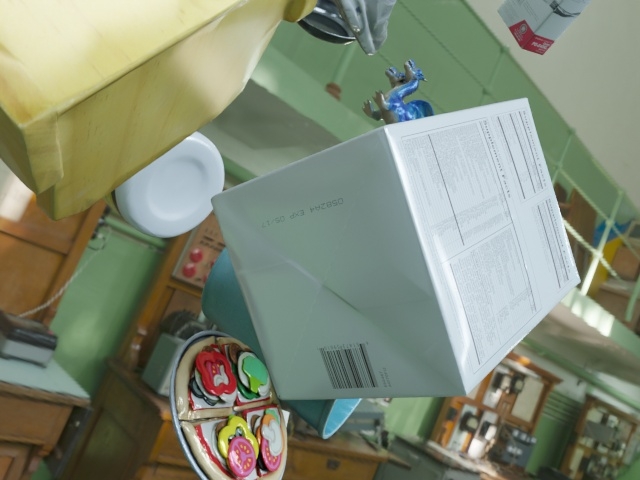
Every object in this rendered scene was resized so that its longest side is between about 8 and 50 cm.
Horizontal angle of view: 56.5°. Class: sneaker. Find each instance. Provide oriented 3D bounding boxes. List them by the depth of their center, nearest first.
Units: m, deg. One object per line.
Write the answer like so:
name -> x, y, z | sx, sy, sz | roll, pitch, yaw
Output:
sneaker -> 0.095, -0.397, 1.012 | 0.105, 0.115, 0.281 | 58, 12, 0

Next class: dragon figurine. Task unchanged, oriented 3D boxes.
dragon figurine -> 0.179, -0.236, 1.210 | 0.144, 0.289, 0.085 | -14, -12, -28

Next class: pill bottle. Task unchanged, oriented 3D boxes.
pill bottle -> -0.333, -0.155, 1.042 | 0.334, 0.188, 0.188 | 35, 2, 37

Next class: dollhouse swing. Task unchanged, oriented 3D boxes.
dollhouse swing -> -0.213, -0.232, 0.573 | 0.315, 0.347, 0.305 | 55, -29, -17

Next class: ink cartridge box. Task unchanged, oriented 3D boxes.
ink cartridge box -> 0.392, -0.416, 1.021 | 0.063, 0.109, 0.150 | 5, -36, -30

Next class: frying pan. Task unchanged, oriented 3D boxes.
frying pan -> 0.007, -0.568, 1.443 | 0.197, 0.053, 0.326 | 11, 43, -20

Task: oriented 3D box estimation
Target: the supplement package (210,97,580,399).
supplement package -> 0.083, 0.002, 0.559 | 0.199, 0.198, 0.263 | -15, 5, 42

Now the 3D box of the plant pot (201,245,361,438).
plant pot -> -0.023, 0.103, 0.880 | 0.255, 0.271, 0.271 | 30, -4, 18

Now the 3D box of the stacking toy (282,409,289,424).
stacking toy -> -0.175, 0.476, 1.128 | 0.130, 0.279, 0.309 | 20, 24, -5

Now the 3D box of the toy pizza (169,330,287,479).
toy pizza -> -0.092, 0.194, 0.681 | 0.032, 0.201, 0.201 | -28, -32, 21
